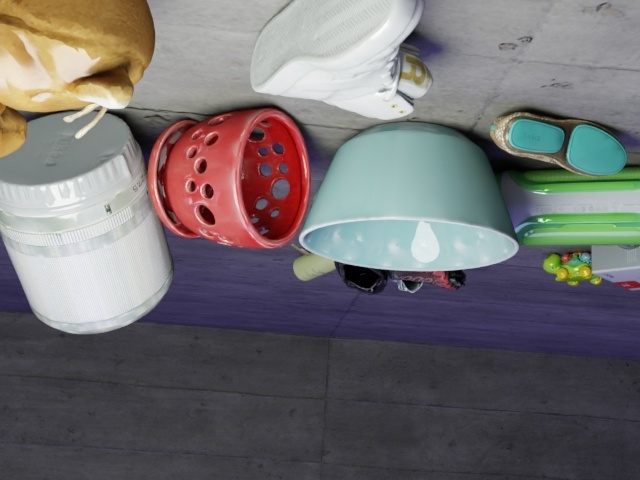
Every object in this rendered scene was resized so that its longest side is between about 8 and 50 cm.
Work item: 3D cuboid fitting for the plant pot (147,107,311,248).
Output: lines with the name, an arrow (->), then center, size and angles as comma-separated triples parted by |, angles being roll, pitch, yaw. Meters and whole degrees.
plant pot -> -0.131, -0.083, 1.135 | 0.174, 0.191, 0.191 | -1, 165, 29

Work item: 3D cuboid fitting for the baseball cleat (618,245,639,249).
baseball cleat -> 0.528, -0.034, 1.385 | 0.206, 0.072, 0.109 | 12, 158, -41

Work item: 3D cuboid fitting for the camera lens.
camera lens -> -0.340, -0.020, 1.171 | 0.220, 0.219, 0.274 | 1, 129, 10

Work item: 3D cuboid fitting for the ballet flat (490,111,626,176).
ballet flat -> 0.316, -0.135, 1.092 | 0.206, 0.073, 0.067 | 14, -170, -24

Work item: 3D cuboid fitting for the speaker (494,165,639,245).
speaker -> 0.406, -0.051, 1.240 | 0.297, 0.131, 0.131 | -1, 165, 17

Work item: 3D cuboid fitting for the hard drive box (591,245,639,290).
hard drive box -> 0.665, 0.027, 1.552 | 0.181, 0.089, 0.232 | 18, 161, -42

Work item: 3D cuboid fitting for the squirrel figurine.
squirrel figurine -> -0.341, -0.179, 0.678 | 0.371, 0.280, 0.397 | -4, 167, 6

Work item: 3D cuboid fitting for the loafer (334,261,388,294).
loafer -> 0.080, 0.064, 1.729 | 0.109, 0.095, 0.302 | -12, 151, 11

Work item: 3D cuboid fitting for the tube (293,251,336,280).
tube -> 0.032, 0.035, 1.824 | 0.240, 0.062, 0.070 | -24, -169, 46

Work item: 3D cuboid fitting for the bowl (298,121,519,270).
bowl -> 0.131, -0.065, 1.184 | 0.312, 0.163, 0.311 | 4, 165, 1

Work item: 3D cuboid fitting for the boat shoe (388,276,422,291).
boat shoe -> 0.204, 0.079, 1.892 | 0.079, 0.081, 0.227 | 8, 165, -14

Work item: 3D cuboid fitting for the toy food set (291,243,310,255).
toy food set -> 0.000, 0.000, 1.750 | 0.122, 0.019, 0.078 | -17, 142, 38

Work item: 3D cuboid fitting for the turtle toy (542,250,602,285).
turtle toy -> 0.541, 0.058, 1.747 | 0.130, 0.066, 0.095 | -5, 163, 34

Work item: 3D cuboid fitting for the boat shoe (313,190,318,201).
boat shoe -> 0.094, -0.039, 1.460 | 0.228, 0.081, 0.069 | 18, 164, -36

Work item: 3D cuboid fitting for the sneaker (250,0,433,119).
sneaker -> 0.059, -0.198, 0.823 | 0.169, 0.108, 0.292 | 9, 175, -26

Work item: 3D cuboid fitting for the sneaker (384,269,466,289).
sneaker -> 0.208, 0.042, 1.718 | 0.135, 0.097, 0.276 | -7, 160, 36
